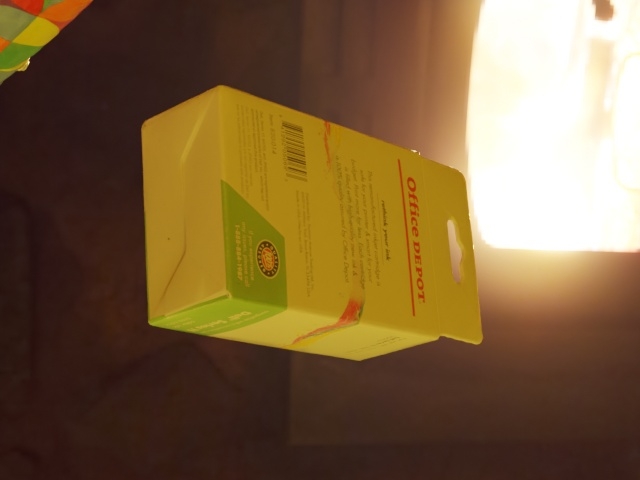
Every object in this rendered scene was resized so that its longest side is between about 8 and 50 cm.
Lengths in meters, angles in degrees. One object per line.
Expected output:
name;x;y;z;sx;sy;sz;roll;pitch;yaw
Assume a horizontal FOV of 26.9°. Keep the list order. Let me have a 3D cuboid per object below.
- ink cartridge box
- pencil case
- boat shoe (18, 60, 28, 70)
ink cartridge box;0.000;0.000;1.310;0.119;0.353;0.207;-21;65;41
pencil case;-0.262;-0.202;1.130;0.236;0.104;0.104;-31;53;36
boat shoe;-0.402;-0.244;1.713;0.066;0.063;0.184;-64;25;14
